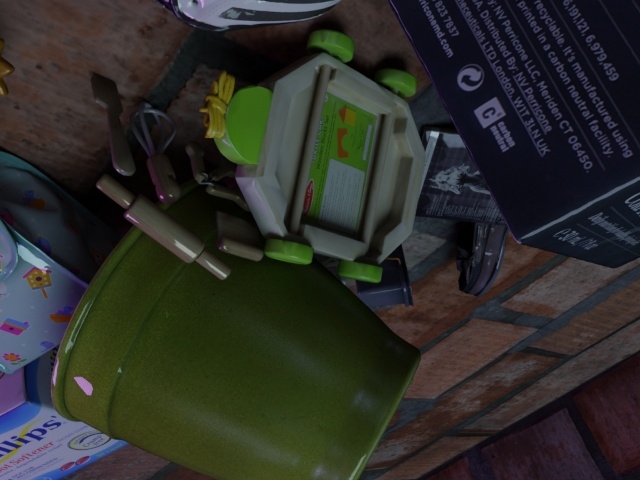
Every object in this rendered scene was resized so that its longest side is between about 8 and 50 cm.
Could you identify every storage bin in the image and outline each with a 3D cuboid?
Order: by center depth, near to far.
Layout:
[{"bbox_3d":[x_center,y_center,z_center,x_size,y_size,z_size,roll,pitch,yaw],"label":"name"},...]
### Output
[{"bbox_3d":[0.103,0.050,1.140,0.091,0.135,0.098,-12,147,4],"label":"storage bin"}]

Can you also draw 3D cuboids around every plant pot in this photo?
[{"bbox_3d":[-0.076,0.160,0.850,0.366,0.353,0.366,-57,168,-18],"label":"plant pot"}]

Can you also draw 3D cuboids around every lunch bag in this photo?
[{"bbox_3d":[-0.404,0.024,0.806,0.223,0.160,0.262,-29,136,16],"label":"lunch bag"}]

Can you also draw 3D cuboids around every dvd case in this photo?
[{"bbox_3d":[0.247,-0.094,1.024,0.221,0.018,0.164,5,133,-6],"label":"dvd case"}]

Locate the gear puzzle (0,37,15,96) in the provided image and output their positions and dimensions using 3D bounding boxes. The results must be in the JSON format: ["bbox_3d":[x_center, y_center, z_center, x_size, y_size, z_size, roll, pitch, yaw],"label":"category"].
[{"bbox_3d":[-0.430,-0.093,0.648,0.339,0.044,0.175,-30,113,15],"label":"gear puzzle"}]

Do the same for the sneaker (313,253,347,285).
[{"bbox_3d":[0.000,0.000,0.987,0.114,0.152,0.305,-17,145,-3],"label":"sneaker"}]

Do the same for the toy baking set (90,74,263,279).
[{"bbox_3d":[-0.165,-0.068,0.732,0.256,0.196,0.030,37,121,-22],"label":"toy baking set"}]

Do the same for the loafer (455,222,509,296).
[{"bbox_3d":[0.283,-0.017,1.179,0.095,0.109,0.302,5,136,-5],"label":"loafer"}]

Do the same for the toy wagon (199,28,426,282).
[{"bbox_3d":[-0.002,-0.103,0.769,0.344,0.267,0.068,17,171,-41],"label":"toy wagon"}]

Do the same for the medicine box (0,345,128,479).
[{"bbox_3d":[-0.502,0.301,1.153,0.263,0.149,0.289,-29,147,12],"label":"medicine box"}]

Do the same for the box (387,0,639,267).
[{"bbox_3d":[0.402,-0.207,0.648,0.472,0.297,0.480,-33,159,26],"label":"box"}]

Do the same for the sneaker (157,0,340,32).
[{"bbox_3d":[-0.119,-0.292,0.491,0.447,0.169,0.257,17,136,-37],"label":"sneaker"}]
